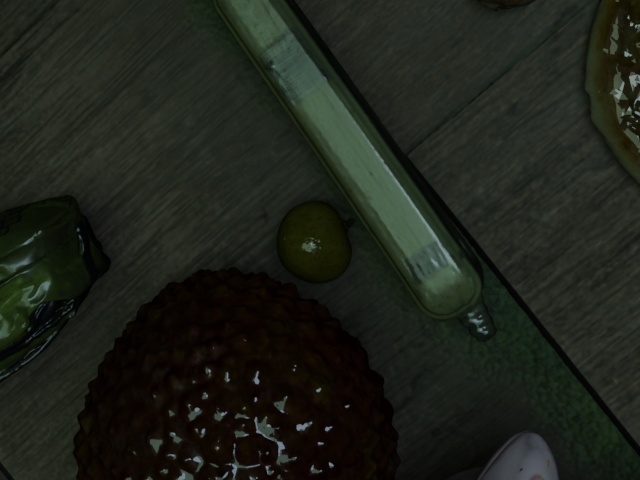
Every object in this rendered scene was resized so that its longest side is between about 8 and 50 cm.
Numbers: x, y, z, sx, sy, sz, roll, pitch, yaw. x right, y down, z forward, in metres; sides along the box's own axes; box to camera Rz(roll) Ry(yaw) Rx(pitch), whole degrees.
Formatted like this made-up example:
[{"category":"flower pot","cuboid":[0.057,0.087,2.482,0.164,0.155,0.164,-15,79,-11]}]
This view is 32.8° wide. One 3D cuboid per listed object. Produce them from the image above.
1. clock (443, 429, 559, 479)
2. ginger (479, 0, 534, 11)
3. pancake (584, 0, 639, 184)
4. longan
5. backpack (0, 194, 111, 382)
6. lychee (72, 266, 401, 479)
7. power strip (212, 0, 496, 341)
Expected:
[{"category":"clock","cuboid":[0.176,0.363,0.816,0.368,0.250,0.376,-39,105,-5]},{"category":"ginger","cuboid":[0.189,-0.285,0.900,0.104,0.080,0.204,30,103,39]},{"category":"pancake","cuboid":[0.354,-0.137,0.903,0.282,0.049,0.282,1,95,13]},{"category":"longan","cuboid":[0.000,0.000,0.981,0.083,0.075,0.075,-24,93,-29]},{"category":"backpack","cuboid":[-0.309,0.059,0.979,0.253,0.207,0.140,-28,106,6]},{"category":"lychee","cuboid":[-0.073,0.166,0.910,0.276,0.276,0.304,-30,56,13]},{"category":"power strip","cuboid":[0.034,-0.072,0.949,0.066,0.092,0.387,-36,89,14]}]
